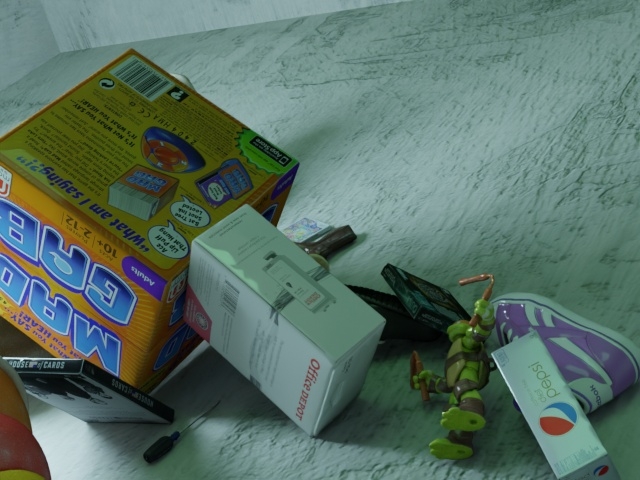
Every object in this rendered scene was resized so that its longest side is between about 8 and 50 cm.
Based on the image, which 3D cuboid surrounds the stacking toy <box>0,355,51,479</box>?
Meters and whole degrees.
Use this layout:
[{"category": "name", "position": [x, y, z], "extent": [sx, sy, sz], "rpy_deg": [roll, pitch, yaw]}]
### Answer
[{"category": "stacking toy", "position": [-0.453, 0.380, 1.608], "extent": [0.351, 0.350, 0.480], "rpy_deg": [-30, 43, -25]}]

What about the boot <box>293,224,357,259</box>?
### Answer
[{"category": "boot", "position": [0.000, 0.000, 2.336], "extent": [0.106, 0.037, 0.114], "rpy_deg": [25, 49, 38]}]

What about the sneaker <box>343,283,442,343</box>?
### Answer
[{"category": "sneaker", "position": [0.028, 0.142, 1.954], "extent": [0.331, 0.146, 0.122], "rpy_deg": [11, 4, 10]}]

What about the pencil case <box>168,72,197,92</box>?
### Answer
[{"category": "pencil case", "position": [-0.391, -0.187, 2.531], "extent": [0.160, 0.183, 0.410], "rpy_deg": [23, 38, 14]}]

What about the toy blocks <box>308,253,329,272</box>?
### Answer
[{"category": "toy blocks", "position": [-0.065, 0.084, 2.184], "extent": [0.123, 0.054, 0.148], "rpy_deg": [-3, 29, 28]}]

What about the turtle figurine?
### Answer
[{"category": "turtle figurine", "position": [0.190, 0.191, 1.687], "extent": [0.087, 0.269, 0.217], "rpy_deg": [21, 45, -12]}]

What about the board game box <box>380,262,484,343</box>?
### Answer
[{"category": "board game box", "position": [0.174, 0.100, 1.923], "extent": [0.026, 0.126, 0.186], "rpy_deg": [-61, 21, 11]}]

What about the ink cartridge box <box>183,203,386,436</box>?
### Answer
[{"category": "ink cartridge box", "position": [-0.059, 0.118, 1.787], "extent": [0.283, 0.207, 0.117], "rpy_deg": [40, 54, 19]}]

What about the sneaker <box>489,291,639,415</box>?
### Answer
[{"category": "sneaker", "position": [0.294, 0.164, 1.721], "extent": [0.161, 0.102, 0.282], "rpy_deg": [-34, 29, -26]}]

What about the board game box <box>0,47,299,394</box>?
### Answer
[{"category": "board game box", "position": [-0.312, -0.020, 2.020], "extent": [0.356, 0.356, 0.356], "rpy_deg": [35, 47, 11]}]

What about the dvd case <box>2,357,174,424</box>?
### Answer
[{"category": "dvd case", "position": [-0.361, 0.232, 1.884], "extent": [0.179, 0.239, 0.029], "rpy_deg": [-3, 64, 29]}]

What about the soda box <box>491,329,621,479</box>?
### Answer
[{"category": "soda box", "position": [0.293, 0.218, 1.543], "extent": [0.069, 0.074, 0.216], "rpy_deg": [-29, 44, 6]}]

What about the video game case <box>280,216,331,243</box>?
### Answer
[{"category": "video game case", "position": [-0.051, -0.008, 2.420], "extent": [0.122, 0.011, 0.087], "rpy_deg": [-30, 27, -25]}]

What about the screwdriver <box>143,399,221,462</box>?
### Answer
[{"category": "screwdriver", "position": [-0.210, 0.287, 1.890], "extent": [0.024, 0.025, 0.170], "rpy_deg": [5, 33, 40]}]

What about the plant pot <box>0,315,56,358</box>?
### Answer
[{"category": "plant pot", "position": [-0.484, 0.157, 2.169], "extent": [0.230, 0.215, 0.215], "rpy_deg": [-7, 23, -10]}]
